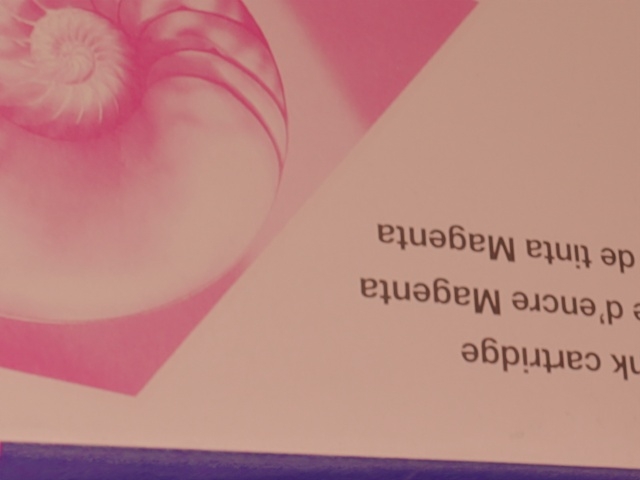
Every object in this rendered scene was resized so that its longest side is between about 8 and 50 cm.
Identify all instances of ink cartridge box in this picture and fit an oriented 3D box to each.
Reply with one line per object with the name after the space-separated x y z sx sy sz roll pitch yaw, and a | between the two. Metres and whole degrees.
0.000 0.000 0.460 0.324 0.071 0.330 5 66 -21 | ink cartridge box
